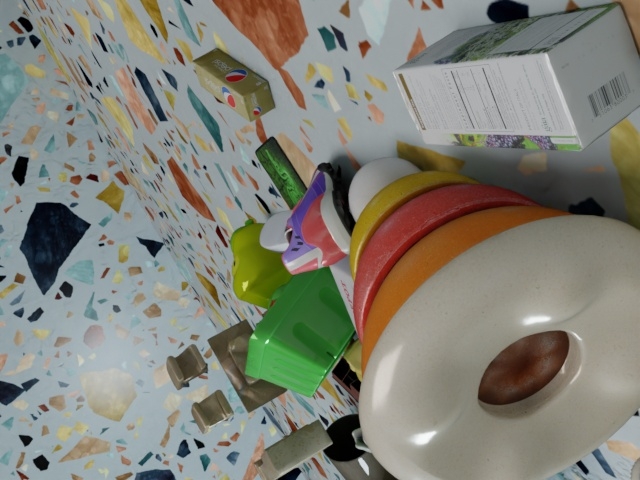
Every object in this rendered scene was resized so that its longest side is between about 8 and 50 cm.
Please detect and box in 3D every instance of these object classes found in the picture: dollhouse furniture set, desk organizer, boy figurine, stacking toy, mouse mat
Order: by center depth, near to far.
[{"bbox_3d":[0.143,0.024,0.926,0.480,0.351,0.350,-121,9,-52],"label":"stacking toy"},{"bbox_3d":[-0.066,-0.115,1.553,0.189,0.007,0.153,56,161,-5],"label":"mouse mat"},{"bbox_3d":[0.121,0.309,1.674,0.177,0.092,0.285,42,161,37],"label":"boy figurine"},{"bbox_3d":[0.080,0.348,1.908,0.130,0.047,0.050,38,152,42],"label":"desk organizer"},{"bbox_3d":[-0.153,0.410,2.010,0.394,0.362,0.256,58,160,14],"label":"dollhouse furniture set"}]

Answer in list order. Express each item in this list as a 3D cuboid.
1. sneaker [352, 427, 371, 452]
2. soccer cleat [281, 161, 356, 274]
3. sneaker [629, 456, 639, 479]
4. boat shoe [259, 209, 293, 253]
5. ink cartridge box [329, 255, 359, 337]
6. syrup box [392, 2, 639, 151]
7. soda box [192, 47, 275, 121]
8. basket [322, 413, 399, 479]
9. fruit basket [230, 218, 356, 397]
[{"bbox_3d":[0.156,0.392,1.552,0.262,0.121,0.099,134,136,-54],"label":"sneaker"},{"bbox_3d":[-0.006,-0.040,1.217,0.108,0.117,0.318,57,-171,-17],"label":"soccer cleat"},{"bbox_3d":[0.478,0.346,0.839,0.293,0.102,0.146,48,159,22],"label":"sneaker"},{"bbox_3d":[0.000,0.000,1.453,0.102,0.108,0.301,29,162,-30],"label":"boat shoe"},{"bbox_3d":[0.174,0.137,1.194,0.306,0.131,0.226,29,148,51],"label":"ink cartridge box"},{"bbox_3d":[0.182,-0.152,0.744,0.237,0.093,0.096,15,136,63],"label":"syrup box"},{"bbox_3d":[-0.162,-0.289,1.416,0.181,0.058,0.061,39,155,39],"label":"soda box"},{"bbox_3d":[0.127,0.611,2.084,0.226,0.154,0.204,59,169,-22],"label":"basket"},{"bbox_3d":[-0.096,0.139,1.703,0.392,0.283,0.392,31,157,15],"label":"fruit basket"}]
